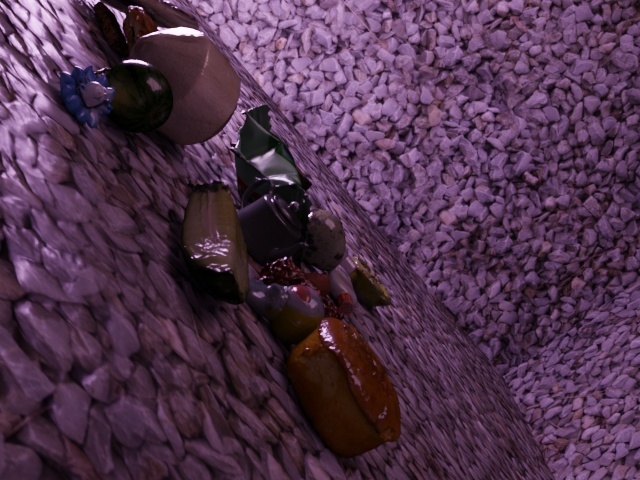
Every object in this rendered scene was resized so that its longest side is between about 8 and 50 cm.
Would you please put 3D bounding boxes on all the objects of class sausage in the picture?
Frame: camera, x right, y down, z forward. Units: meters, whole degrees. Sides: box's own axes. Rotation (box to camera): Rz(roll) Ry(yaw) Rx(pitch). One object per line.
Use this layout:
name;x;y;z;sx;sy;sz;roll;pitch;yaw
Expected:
sausage;-0.026;0.107;1.810;0.078;0.078;0.304;54;11;12

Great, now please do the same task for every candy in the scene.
candy;-0.110;-0.128;1.948;0.398;0.172;0.263;57;-20;37

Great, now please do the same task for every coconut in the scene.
coconut;-0.316;-0.354;1.695;0.266;0.237;0.237;37;18;-49

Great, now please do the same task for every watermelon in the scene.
watermelon;-0.375;-0.300;1.520;0.187;0.140;0.140;51;8;31

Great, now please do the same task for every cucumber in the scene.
cucumber;-0.188;0.022;1.347;0.325;0.105;0.145;-109;-176;-62

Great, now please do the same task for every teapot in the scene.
teapot;-0.112;-0.047;1.760;0.162;0.149;0.239;36;19;-52

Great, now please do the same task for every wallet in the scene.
wallet;-0.483;-0.620;2.033;0.274;0.068;0.335;15;-1;32

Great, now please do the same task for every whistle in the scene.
whistle;-0.075;0.120;1.477;0.223;0.123;0.123;32;17;-19

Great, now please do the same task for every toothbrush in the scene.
toothbrush;-0.226;-0.096;1.785;0.026;0.028;0.294;55;16;23

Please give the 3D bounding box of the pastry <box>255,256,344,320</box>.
pastry;-0.045;0.121;1.609;0.208;0.097;0.115;44;14;-24

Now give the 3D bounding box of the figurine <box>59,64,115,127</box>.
figurine;-0.423;-0.265;1.357;0.114;0.079;0.114;0;91;-51

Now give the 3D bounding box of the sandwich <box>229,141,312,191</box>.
sandwich;-0.140;-0.233;2.377;0.292;0.109;0.212;50;11;-8

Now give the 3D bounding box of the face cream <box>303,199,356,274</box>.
face cream;0.011;-0.005;2.326;0.269;0.082;0.082;51;10;-2

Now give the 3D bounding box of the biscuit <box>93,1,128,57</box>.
biscuit;-0.534;-0.541;1.940;0.064;0.034;0.199;44;13;-53

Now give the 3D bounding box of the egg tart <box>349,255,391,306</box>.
egg tart;0.147;0.136;2.415;0.197;0.078;0.197;54;7;-10

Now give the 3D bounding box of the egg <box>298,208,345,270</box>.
egg;0.000;0.000;2.109;0.141;0.141;0.182;-96;166;-71

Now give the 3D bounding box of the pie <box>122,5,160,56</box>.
pie;-0.421;-0.455;1.900;0.308;0.085;0.308;156;-90;-90

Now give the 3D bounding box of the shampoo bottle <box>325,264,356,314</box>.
shampoo bottle;0.059;0.137;2.127;0.108;0.051;0.221;48;11;-22

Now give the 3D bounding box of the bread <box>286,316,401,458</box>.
bread;0.050;0.271;1.398;0.268;0.145;0.268;53;11;-15
